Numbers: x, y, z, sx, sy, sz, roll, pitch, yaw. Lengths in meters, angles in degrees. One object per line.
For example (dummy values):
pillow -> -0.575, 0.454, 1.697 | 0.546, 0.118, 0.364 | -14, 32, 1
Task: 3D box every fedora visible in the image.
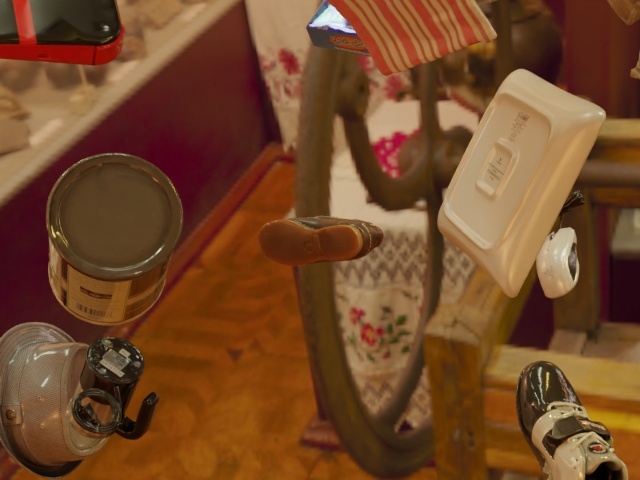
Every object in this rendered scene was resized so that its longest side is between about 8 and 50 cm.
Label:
fedora -> -0.440, 0.269, 1.925 | 0.124, 0.276, 0.243 | -11, -14, 32

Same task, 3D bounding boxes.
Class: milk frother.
milk frother -> -0.315, 0.234, 1.576 | 0.143, 0.135, 0.129 | -23, 59, -44

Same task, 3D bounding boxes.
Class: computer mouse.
computer mouse -> 0.381, 0.007, 1.811 | 0.106, 0.042, 0.193 | -28, 37, 33

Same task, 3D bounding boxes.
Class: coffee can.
coffee can -> -0.334, 0.005, 1.786 | 0.201, 0.275, 0.202 | 4, 71, -12

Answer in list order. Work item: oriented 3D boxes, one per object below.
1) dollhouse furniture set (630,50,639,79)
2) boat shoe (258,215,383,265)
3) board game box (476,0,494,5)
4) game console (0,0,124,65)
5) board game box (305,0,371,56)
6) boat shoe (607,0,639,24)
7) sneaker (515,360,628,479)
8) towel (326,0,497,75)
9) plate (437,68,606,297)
dollhouse furniture set -> 0.411, -0.176, 1.149 | 0.161, 0.182, 0.101 | 25, 37, 37
boat shoe -> 0.000, 0.000, 1.695 | 0.207, 0.073, 0.073 | 5, 14, 39
board game box -> 0.266, -0.332, 1.304 | 0.281, 0.027, 0.145 | -13, -5, 28
game console -> -0.536, -0.473, 1.980 | 0.341, 0.060, 0.387 | -3, 59, -25
board game box -> 0.097, -0.382, 1.757 | 0.160, 0.047, 0.210 | 16, 62, 31
boat shoe -> 0.278, -0.228, 0.917 | 0.065, 0.075, 0.206 | -34, -1, 5
sneaker -> 0.398, 0.318, 1.695 | 0.122, 0.146, 0.331 | -1, 59, -22
towel -> 0.102, -0.269, 1.321 | 0.197, 0.144, 0.029 | -9, 37, 53
plate -> 0.261, -0.095, 1.572 | 0.045, 0.278, 0.277 | 20, 14, -21
